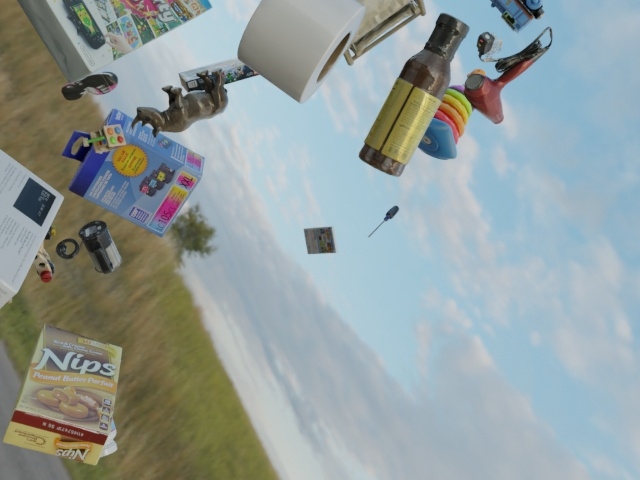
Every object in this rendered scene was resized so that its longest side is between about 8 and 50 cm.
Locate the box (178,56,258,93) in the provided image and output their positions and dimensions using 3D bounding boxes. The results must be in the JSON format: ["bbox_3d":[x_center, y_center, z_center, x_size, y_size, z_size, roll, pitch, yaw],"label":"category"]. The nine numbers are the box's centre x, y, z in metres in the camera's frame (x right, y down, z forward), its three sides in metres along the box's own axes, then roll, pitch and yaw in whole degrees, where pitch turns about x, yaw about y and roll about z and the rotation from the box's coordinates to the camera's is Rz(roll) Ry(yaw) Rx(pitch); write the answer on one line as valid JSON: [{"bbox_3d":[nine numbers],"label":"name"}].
[{"bbox_3d":[-0.316,-0.519,2.377,0.159,0.232,0.044,-130,-155,-63],"label":"box"}]

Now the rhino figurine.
[{"bbox_3d":[-0.323,-0.307,1.760,0.073,0.243,0.106,46,-20,58],"label":"rhino figurine"}]

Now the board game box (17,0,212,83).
[{"bbox_3d":[-0.374,-0.451,1.369,0.097,0.303,0.224,-7,-62,48],"label":"board game box"}]

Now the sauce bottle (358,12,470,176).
[{"bbox_3d":[0.202,-0.303,1.599,0.111,0.345,0.111,28,11,-6],"label":"sauce bottle"}]

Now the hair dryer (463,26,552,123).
[{"bbox_3d":[0.483,-0.415,1.987,0.294,0.223,0.080,102,-22,-50],"label":"hair dryer"}]

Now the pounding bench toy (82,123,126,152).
[{"bbox_3d":[-0.520,-0.244,1.829,0.065,0.083,0.052,-14,-86,37],"label":"pounding bench toy"}]

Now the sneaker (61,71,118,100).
[{"bbox_3d":[-0.697,-0.485,2.311,0.077,0.178,0.072,-86,165,-46],"label":"sneaker"}]

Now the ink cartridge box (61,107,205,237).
[{"bbox_3d":[-0.604,-0.225,2.403,0.395,0.270,0.151,29,23,-19],"label":"ink cartridge box"}]

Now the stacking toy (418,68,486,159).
[{"bbox_3d":[0.397,-0.402,2.269,0.175,0.302,0.166,28,-20,33],"label":"stacking toy"}]

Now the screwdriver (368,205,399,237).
[{"bbox_3d":[0.161,-0.047,1.995,0.025,0.170,0.024,-15,-71,45],"label":"screwdriver"}]

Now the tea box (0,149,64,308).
[{"bbox_3d":[-0.719,0.029,1.487,0.220,0.323,0.329,40,25,-24],"label":"tea box"}]

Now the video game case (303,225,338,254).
[{"bbox_3d":[0.000,0.000,2.467,0.122,0.011,0.087,-4,-81,40],"label":"video game case"}]

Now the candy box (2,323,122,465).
[{"bbox_3d":[-0.519,0.308,1.569,0.088,0.182,0.316,-62,-161,18],"label":"candy box"}]

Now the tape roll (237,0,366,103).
[{"bbox_3d":[-0.039,-0.436,1.612,0.169,0.246,0.246,35,-16,1],"label":"tape roll"}]

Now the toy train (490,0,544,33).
[{"bbox_3d":[0.486,-0.620,1.941,0.184,0.105,0.080,49,13,1],"label":"toy train"}]

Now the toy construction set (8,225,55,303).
[{"bbox_3d":[-0.978,0.028,2.424,0.309,0.257,0.237,-84,-167,-63],"label":"toy construction set"}]

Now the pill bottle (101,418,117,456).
[{"bbox_3d":[-0.588,0.482,1.999,0.087,0.087,0.160,168,-95,-76],"label":"pill bottle"}]

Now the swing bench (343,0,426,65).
[{"bbox_3d":[0.127,-0.599,1.922,0.165,0.253,0.254,56,5,2],"label":"swing bench"}]

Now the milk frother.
[{"bbox_3d":[-0.670,0.036,2.207,0.129,0.143,0.135,-92,171,-51],"label":"milk frother"}]
